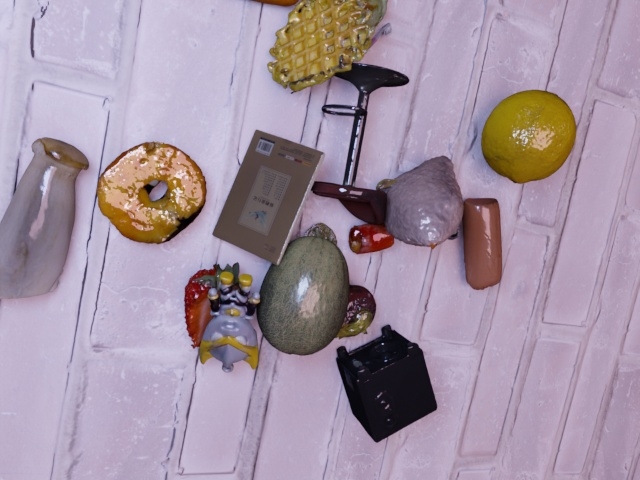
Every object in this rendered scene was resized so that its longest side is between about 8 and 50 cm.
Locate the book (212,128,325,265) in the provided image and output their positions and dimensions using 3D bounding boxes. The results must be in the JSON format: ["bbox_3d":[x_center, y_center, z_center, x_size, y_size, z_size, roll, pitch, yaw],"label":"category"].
[{"bbox_3d":[-0.139,-0.117,1.294,0.310,0.217,0.021,-67,158,1],"label":"book"}]

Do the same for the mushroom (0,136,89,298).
[{"bbox_3d":[-0.641,-0.029,1.129,0.154,0.137,0.407,24,96,-11],"label":"mushroom"}]

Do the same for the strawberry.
[{"bbox_3d":[-0.289,0.170,1.330,0.174,0.098,0.228,-9,125,-35],"label":"strawberry"}]

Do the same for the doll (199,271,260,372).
[{"bbox_3d":[-0.223,0.222,1.273,0.146,0.103,0.316,-5,120,-27],"label":"doll"}]

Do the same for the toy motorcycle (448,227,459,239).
[{"bbox_3d":[0.360,-0.057,1.564,0.190,0.074,0.106,4,89,-23],"label":"toy motorcycle"}]

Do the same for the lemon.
[{"bbox_3d":[0.631,-0.315,1.517,0.293,0.293,0.293,-4,101,-21],"label":"lemon"}]

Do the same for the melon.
[{"bbox_3d":[-0.041,0.148,1.337,0.249,0.248,0.329,18,90,-24],"label":"melon"}]

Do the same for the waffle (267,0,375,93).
[{"bbox_3d":[-0.005,-0.493,1.234,0.280,0.262,0.060,-56,151,5],"label":"waffle"}]

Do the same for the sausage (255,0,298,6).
[{"bbox_3d":[-0.161,-0.642,1.230,0.238,0.098,0.098,5,98,-24],"label":"sausage"}]

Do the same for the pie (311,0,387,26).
[{"bbox_3d":[0.066,-0.653,1.322,0.248,0.090,0.201,18,95,-20],"label":"pie"}]

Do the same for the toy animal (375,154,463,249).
[{"bbox_3d":[0.286,-0.093,1.408,0.227,0.358,0.188,-20,121,23],"label":"toy animal"}]

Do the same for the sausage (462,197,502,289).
[{"bbox_3d":[0.525,0.013,1.611,0.121,0.121,0.304,-13,106,-19],"label":"sausage"}]

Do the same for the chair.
[{"bbox_3d":[0.096,-0.247,1.335,0.227,0.226,0.400,5,98,-23],"label":"chair"}]

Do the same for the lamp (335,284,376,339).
[{"bbox_3d":[0.098,0.210,1.464,0.156,0.135,0.157,-21,107,-19],"label":"lamp"}]

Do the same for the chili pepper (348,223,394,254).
[{"bbox_3d":[0.181,-0.016,1.489,0.192,0.084,0.086,-10,136,-18],"label":"chili pepper"}]

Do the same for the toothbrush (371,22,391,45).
[{"bbox_3d":[0.137,-0.529,1.332,0.286,0.020,0.025,-53,126,-42],"label":"toothbrush"}]

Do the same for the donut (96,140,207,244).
[{"bbox_3d":[-0.408,-0.118,1.213,0.254,0.118,0.253,-4,100,-24],"label":"donut"}]

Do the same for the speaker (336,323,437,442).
[{"bbox_3d":[0.202,0.429,1.522,0.232,0.184,0.254,-22,108,-17],"label":"speaker"}]

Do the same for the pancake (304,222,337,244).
[{"bbox_3d":[-0.001,-0.001,1.451,0.108,0.017,0.108,-3,98,-23],"label":"pancake"}]
